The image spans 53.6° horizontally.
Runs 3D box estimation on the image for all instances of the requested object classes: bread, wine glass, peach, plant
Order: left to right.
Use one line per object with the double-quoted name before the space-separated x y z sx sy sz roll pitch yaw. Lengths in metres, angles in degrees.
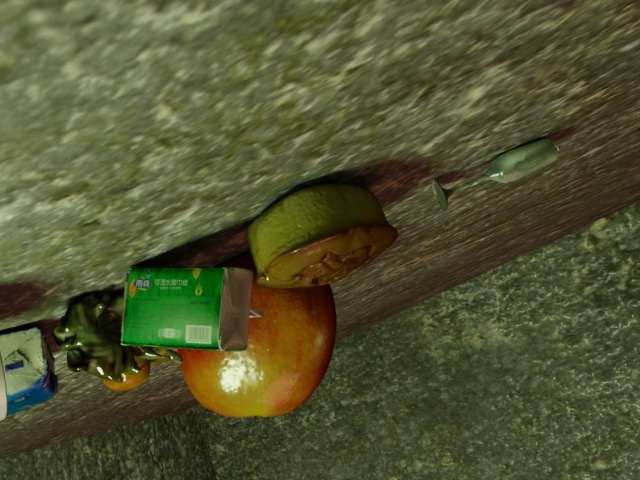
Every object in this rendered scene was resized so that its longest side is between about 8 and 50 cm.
"plant" -0.482 0.227 1.293 0.334 0.180 0.251 -25 154 29
"peach" -0.493 0.305 1.595 0.138 0.138 0.138 -19 165 -6
"peach" -0.130 0.190 1.358 0.306 0.380 0.242 1 176 27
"bread" 0.000 0.000 1.150 0.270 0.148 0.270 -19 164 -5
"wine glass" 0.363 -0.142 1.298 0.262 0.074 0.074 -22 165 1

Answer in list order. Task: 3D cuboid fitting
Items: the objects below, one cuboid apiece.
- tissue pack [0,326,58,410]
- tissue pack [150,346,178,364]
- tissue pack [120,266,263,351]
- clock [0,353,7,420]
"tissue pack" -0.656 0.287 1.306 0.209 0.137 0.269 -15 163 -24
"tissue pack" -0.384 0.269 1.696 0.169 0.082 0.120 -13 162 -25
"tissue pack" -0.227 0.124 1.156 0.209 0.147 0.156 -2 172 24
"clock" -0.566 0.203 1.023 0.068 0.196 0.197 -10 161 -36
